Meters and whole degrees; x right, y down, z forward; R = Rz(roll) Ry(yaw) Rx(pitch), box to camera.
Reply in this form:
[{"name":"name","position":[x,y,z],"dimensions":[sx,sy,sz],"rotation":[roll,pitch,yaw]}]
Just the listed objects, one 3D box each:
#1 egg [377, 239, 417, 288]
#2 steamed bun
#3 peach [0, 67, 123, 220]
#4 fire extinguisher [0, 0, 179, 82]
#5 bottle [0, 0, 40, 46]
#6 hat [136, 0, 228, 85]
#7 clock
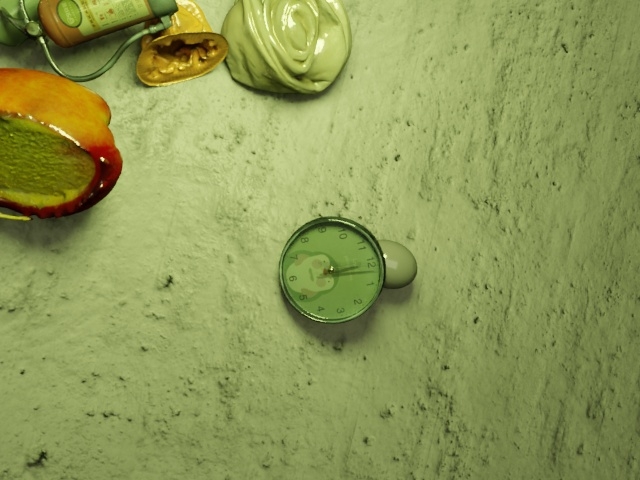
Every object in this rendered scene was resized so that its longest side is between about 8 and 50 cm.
[{"name":"egg","position":[0.205,0.071,1.533],"dimensions":[0.199,0.146,0.146],"rotation":[26,83,-7]},{"name":"steamed bun","position":[-0.088,-0.587,1.378],"dimensions":[0.368,0.255,0.342],"rotation":[-10,96,-16]},{"name":"peach","position":[-0.666,-0.232,1.167],"dimensions":[0.406,0.310,0.335],"rotation":[2,129,-7]},{"name":"fire extinguisher","position":[-0.517,-0.503,1.155],"dimensions":[0.376,0.113,0.200],"rotation":[-19,93,-4]},{"name":"bottle","position":[-0.673,-0.630,1.186],"dimensions":[0.347,0.168,0.168],"rotation":[-35,101,5]},{"name":"hat","position":[-0.409,-0.582,1.336],"dimensions":[0.233,0.244,0.233],"rotation":[-8,74,-54]},{"name":"clock","position":[0.033,0.088,1.454],"dimensions":[0.319,0.066,0.318],"rotation":[1,96,7]}]
